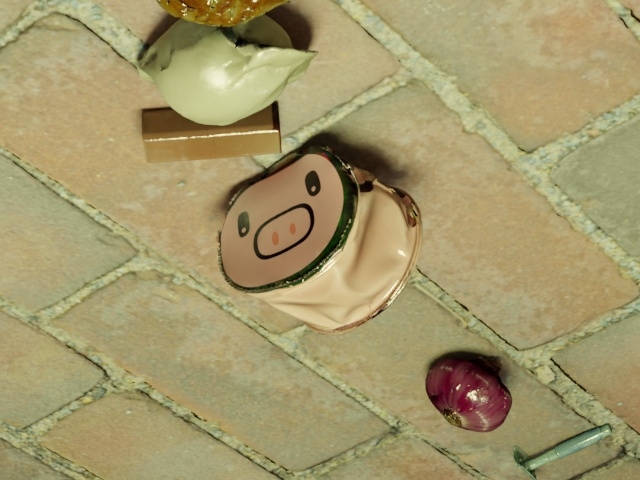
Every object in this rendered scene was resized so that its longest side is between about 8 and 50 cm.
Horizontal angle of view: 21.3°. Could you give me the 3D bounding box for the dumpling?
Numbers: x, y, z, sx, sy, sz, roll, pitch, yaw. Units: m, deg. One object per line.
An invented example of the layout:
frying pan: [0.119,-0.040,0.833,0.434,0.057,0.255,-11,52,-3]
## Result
dumpling: [-0.089,-0.170,1.721,0.176,0.092,0.150,-32,146,22]

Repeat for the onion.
onion: [0.192,0.190,2.166,0.104,0.115,0.115,-51,137,-14]

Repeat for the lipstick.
lipstick: [-0.115,-0.115,1.809,0.145,0.045,0.045,-4,142,-2]

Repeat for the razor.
razor: [0.338,0.286,2.333,0.135,0.040,0.068,-28,135,19]

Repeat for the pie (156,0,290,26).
pie: [-0.085,-0.275,1.602,0.194,0.079,0.163,-17,135,14]

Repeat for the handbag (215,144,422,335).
handbag: [-0.001,0.000,1.858,0.205,0.179,0.116,-31,140,29]
